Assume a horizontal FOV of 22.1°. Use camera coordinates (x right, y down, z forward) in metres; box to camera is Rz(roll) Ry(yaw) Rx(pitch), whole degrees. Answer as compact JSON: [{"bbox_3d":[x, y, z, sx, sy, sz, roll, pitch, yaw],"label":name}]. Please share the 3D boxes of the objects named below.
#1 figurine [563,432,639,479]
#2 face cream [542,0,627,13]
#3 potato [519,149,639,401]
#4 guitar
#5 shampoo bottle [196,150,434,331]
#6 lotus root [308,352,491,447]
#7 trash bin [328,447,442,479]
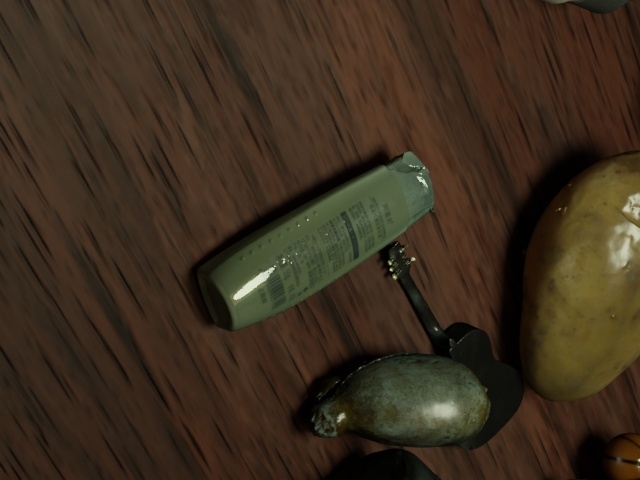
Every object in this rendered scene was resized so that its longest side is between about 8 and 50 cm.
[{"bbox_3d":[0.335,0.275,1.611,0.236,0.133,0.176,4,102,-35],"label":"figurine"},{"bbox_3d":[0.166,-0.251,1.342,0.311,0.092,0.092,16,94,-41],"label":"face cream"},{"bbox_3d":[0.258,0.030,1.486,0.161,0.128,0.235,-3,111,-21],"label":"potato"},{"bbox_3d":[0.110,0.088,1.442,0.088,0.025,0.233,-43,126,-18],"label":"guitar"},{"bbox_3d":[0.000,0.000,1.314,0.212,0.049,0.072,-30,117,-27],"label":"shampoo bottle"},{"bbox_3d":[0.069,0.136,1.383,0.165,0.088,0.088,2,103,-16],"label":"lotus root"},{"bbox_3d":[0.071,0.269,1.391,0.175,0.175,0.161,-45,113,-19],"label":"trash bin"}]
